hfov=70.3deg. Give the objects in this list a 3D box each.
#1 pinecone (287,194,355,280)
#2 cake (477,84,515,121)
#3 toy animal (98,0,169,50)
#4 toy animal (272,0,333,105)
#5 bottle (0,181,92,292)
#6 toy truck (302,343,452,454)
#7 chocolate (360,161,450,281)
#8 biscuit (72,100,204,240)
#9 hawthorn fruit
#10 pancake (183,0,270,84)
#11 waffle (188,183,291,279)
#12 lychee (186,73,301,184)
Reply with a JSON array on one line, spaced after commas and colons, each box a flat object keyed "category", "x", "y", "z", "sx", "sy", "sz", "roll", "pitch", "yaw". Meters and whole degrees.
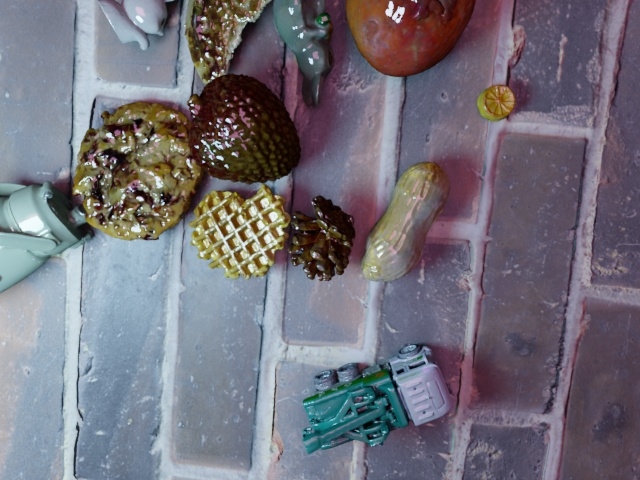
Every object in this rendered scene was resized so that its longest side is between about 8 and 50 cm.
[{"category": "pinecone", "x": 0.004, "y": -0.001, "z": 1.041, "sx": 0.149, "sy": 0.179, "sz": 0.195, "roll": 8, "pitch": 117, "yaw": 1}, {"category": "cake", "x": 0.413, "y": -0.323, "z": 1.069, "sx": 0.084, "sy": 0.044, "sz": 0.084, "roll": 0, "pitch": 95, "yaw": 0}, {"category": "toy animal", "x": -0.375, "y": -0.532, "z": 1.039, "sx": 0.220, "sy": 0.104, "sz": 0.131, "roll": -33, "pitch": 123, "yaw": -11}, {"category": "toy animal", "x": -0.025, "y": -0.442, "z": 1.044, "sx": 0.125, "sy": 0.127, "sz": 0.251, "roll": -16, "pitch": 109, "yaw": -9}, {"category": "bottle", "x": -0.715, "y": -0.011, "z": 1.033, "sx": 0.351, "sy": 0.229, "sz": 0.229, "roll": -28, "pitch": 94, "yaw": -2}, {"category": "toy truck", "x": 0.127, "y": 0.384, "z": 1.074, "sx": 0.363, "sy": 0.178, "sz": 0.177, "roll": -21, "pitch": 94, "yaw": 0}, {"category": "chocolate", "x": 0.199, "y": -0.037, "z": 1.056, "sx": 0.134, "sy": 0.134, "sz": 0.309, "roll": 29, "pitch": 93, "yaw": -2}, {"category": "biscuit", "x": -0.425, "y": -0.166, "z": 1.056, "sx": 0.289, "sy": 0.081, "sz": 0.334, "roll": 15, "pitch": 84, "yaw": -5}, {"category": "hawthorn fruit", "x": 0.201, "y": -0.497, "z": 0.934, "sx": 0.275, "sy": 0.307, "sz": 0.276, "roll": -1, "pitch": 94, "yaw": -13}, {"category": "pancake", "x": -0.204, "y": -0.513, "z": 1.039, "sx": 0.244, "sy": 0.057, "sz": 0.266, "roll": -13, "pitch": 97, "yaw": 15}, {"category": "waffle", "x": -0.198, "y": -0.032, "z": 1.073, "sx": 0.253, "sy": 0.056, "sz": 0.249, "roll": 29, "pitch": 105, "yaw": 15}, {"category": "lychee", "x": -0.168, "y": -0.234, "z": 0.998, "sx": 0.271, "sy": 0.236, "sz": 0.236, "roll": 26, "pitch": 95, "yaw": -24}]
